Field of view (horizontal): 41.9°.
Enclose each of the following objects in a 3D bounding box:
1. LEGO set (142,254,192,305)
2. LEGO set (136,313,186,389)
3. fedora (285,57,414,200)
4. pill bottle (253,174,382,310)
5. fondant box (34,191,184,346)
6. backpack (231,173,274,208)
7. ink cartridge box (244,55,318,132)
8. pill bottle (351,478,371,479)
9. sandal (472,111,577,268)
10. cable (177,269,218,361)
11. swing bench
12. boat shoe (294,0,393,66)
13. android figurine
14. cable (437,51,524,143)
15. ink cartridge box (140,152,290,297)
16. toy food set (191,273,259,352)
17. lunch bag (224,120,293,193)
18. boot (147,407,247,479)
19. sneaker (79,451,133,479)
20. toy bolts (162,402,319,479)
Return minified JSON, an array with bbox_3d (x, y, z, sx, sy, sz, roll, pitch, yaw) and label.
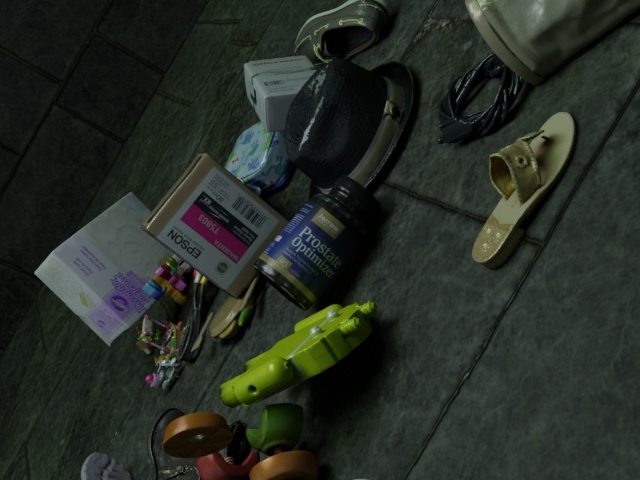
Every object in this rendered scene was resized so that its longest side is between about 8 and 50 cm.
[{"bbox_3d":[-0.329,0.099,1.891,0.087,0.093,0.227,-48,5,8],"label":"LEGO set"},{"bbox_3d":[-0.388,0.225,1.923,0.132,0.107,0.287,-59,26,1],"label":"LEGO set"},{"bbox_3d":[0.028,-0.222,1.583,0.334,0.152,0.334,-43,30,32],"label":"fedora"},{"bbox_3d":[0.000,0.000,1.415,0.219,0.123,0.123,-50,24,-8],"label":"pill bottle"},{"bbox_3d":[-0.468,0.059,1.965,0.096,0.238,0.330,-40,7,35],"label":"fondant box"},{"bbox_3d":[-0.223,-0.068,1.817,0.188,0.144,0.166,21,69,42],"label":"backpack"},{"bbox_3d":[-0.072,-0.325,1.834,0.208,0.153,0.086,-117,22,-54],"label":"ink cartridge box"},{"bbox_3d":[0.055,0.358,1.022,0.067,0.067,0.120,-49,27,22],"label":"pill bottle"},{"bbox_3d":[0.254,-0.084,1.110,0.240,0.079,0.088,-62,26,-4],"label":"sandal"},{"bbox_3d":[-0.282,0.130,1.869,0.139,0.072,0.287,-18,46,58],"label":"cable"},{"bbox_3d":[0.345,-0.405,1.186,0.253,0.165,0.254,-35,35,41],"label":"swing bench"},{"bbox_3d":[0.033,-0.451,1.866,0.305,0.109,0.091,-17,44,50],"label":"boat shoe"},{"bbox_3d":[-0.029,0.169,1.274,0.273,0.056,0.248,-32,3,32],"label":"android figurine"},{"bbox_3d":[0.255,-0.228,1.311,0.184,0.047,0.150,-28,35,54],"label":"cable"},{"bbox_3d":[-0.206,-0.029,1.674,0.193,0.235,0.088,-54,19,-9],"label":"ink cartridge box"},{"bbox_3d":[-0.180,0.154,1.701,0.192,0.038,0.132,-40,18,36],"label":"toy food set"},{"bbox_3d":[-0.137,-0.184,1.915,0.219,0.090,0.176,-20,46,53],"label":"lunch bag"},{"bbox_3d":[-0.209,0.377,1.487,0.229,0.091,0.263,-37,37,29],"label":"boot"},{"bbox_3d":[-0.463,0.578,1.671,0.180,0.125,0.321,-53,26,13],"label":"sneaker"},{"bbox_3d":[-0.128,0.365,1.230,0.228,0.218,0.158,119,146,-45],"label":"toy bolts"}]
